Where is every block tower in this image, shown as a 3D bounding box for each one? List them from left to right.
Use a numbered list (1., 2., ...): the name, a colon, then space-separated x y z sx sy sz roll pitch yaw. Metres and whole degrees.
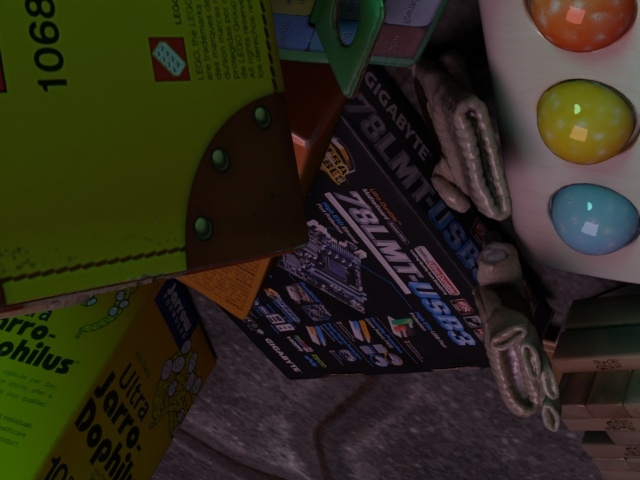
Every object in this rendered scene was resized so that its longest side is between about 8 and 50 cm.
1. block tower: 0.298 0.183 0.853 0.097 0.091 0.335 -9 131 44

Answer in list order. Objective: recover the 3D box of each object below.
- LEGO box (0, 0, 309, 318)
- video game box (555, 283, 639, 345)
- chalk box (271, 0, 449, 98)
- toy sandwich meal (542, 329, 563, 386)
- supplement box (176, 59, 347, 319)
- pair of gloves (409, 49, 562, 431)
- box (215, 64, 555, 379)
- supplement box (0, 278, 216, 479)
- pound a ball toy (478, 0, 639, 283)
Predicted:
1. LEGO box: -0.231 -0.210 0.455 0.372 0.193 0.500 -8 92 45
2. video game box: 0.322 0.100 0.848 0.205 0.048 0.187 38 148 -15
3. chalk box: -0.002 -0.174 0.541 0.132 0.213 0.132 3 149 -15
4. toy sandwich meal: 0.197 0.102 0.958 0.085 0.029 0.086 15 144 11
5. supplement box: -0.049 -0.039 0.783 0.080 0.078 0.233 27 144 5
6. pair of gloves: 0.105 -0.005 0.717 0.042 0.204 0.240 -16 113 7
7. box: 0.000 0.000 0.923 0.293 0.073 0.295 -13 128 44
8. supplement box: -0.289 0.191 1.121 0.195 0.357 0.194 12 143 23
9. pound a ball toy: 0.193 -0.108 0.589 0.208 0.136 0.319 10 143 25
